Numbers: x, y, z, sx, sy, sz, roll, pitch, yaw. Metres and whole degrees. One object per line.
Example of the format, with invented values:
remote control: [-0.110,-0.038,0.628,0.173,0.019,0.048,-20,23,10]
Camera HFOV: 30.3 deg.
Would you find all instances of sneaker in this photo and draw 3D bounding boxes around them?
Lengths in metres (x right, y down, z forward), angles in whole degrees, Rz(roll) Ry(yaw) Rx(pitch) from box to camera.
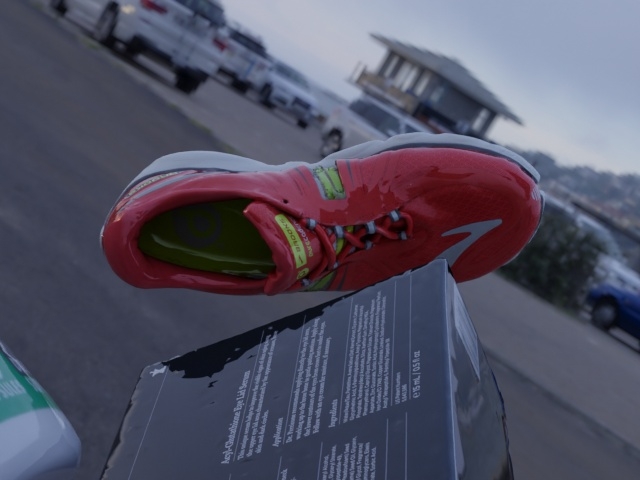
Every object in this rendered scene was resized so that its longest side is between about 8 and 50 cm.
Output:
sneaker: [0.000,0.000,0.728,0.279,0.107,0.118,-5,16,7]

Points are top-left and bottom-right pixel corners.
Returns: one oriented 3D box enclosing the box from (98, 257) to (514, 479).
box: [-0.008,0.134,0.533,0.261,0.184,0.103,-80,149,-64]

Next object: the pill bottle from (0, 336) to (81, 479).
pill bottle: [-0.293,0.024,0.521,0.361,0.204,0.204,47,10,9]
